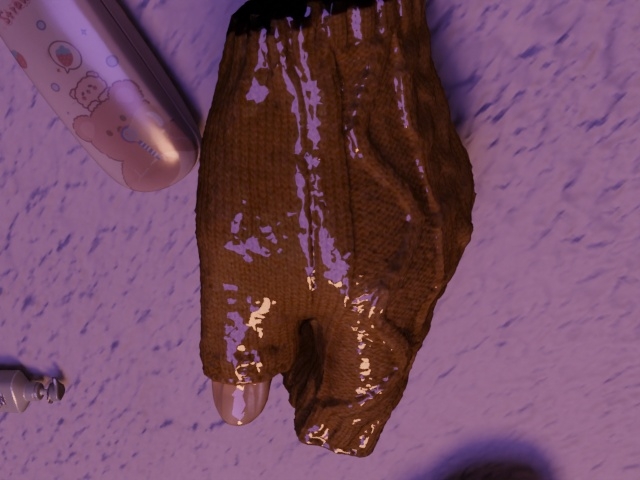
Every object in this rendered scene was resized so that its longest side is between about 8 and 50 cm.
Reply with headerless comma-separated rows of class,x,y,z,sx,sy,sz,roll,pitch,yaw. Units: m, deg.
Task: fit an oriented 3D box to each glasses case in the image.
glasses case,-0.161,-0.121,0.724,0.081,0.051,0.204,-22,117,28

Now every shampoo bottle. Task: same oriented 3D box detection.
shampoo bottle,-0.308,0.143,0.961,0.141,0.034,0.049,0,118,13

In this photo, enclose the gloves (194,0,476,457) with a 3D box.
gloves,0.012,-0.002,0.675,0.155,0.203,0.356,22,125,28
